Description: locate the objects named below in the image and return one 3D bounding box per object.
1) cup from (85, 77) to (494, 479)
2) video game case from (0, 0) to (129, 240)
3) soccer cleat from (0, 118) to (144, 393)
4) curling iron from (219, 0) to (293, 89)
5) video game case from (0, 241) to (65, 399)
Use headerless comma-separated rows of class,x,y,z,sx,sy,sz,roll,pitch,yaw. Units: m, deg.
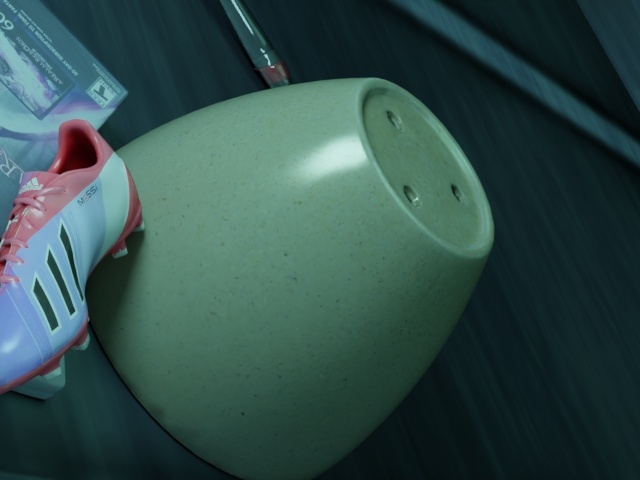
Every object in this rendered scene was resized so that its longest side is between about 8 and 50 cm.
cup,0.000,0.000,0.978,0.331,0.237,0.331,37,33,-29
video game case,-0.263,-0.122,0.881,0.196,0.026,0.274,47,29,-15
soccer cleat,-0.185,0.008,0.782,0.248,0.083,0.095,-70,141,-58
curling iron,-0.050,-0.191,1.312,0.274,0.035,0.068,53,25,-4
video game case,-0.272,-0.040,0.833,0.204,0.025,0.285,27,39,-40
